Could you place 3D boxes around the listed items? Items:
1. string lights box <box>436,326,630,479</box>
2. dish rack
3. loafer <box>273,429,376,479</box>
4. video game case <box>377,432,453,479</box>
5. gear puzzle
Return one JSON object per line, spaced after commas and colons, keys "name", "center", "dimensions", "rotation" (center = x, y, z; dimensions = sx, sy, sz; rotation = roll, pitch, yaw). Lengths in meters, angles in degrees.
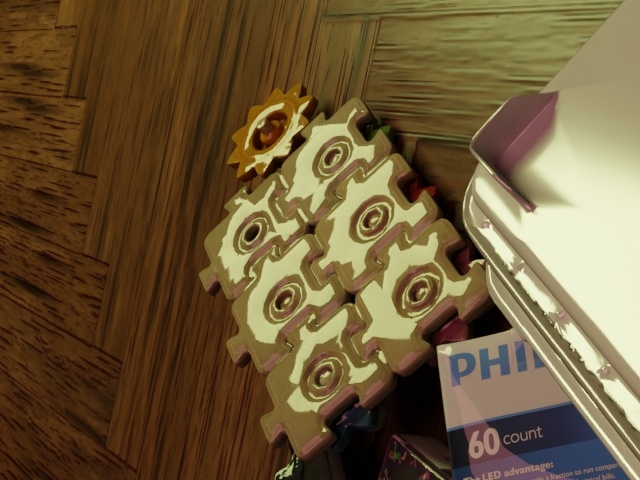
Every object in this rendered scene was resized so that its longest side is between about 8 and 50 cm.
{"name": "string lights box", "center": [0.136, 0.160, 0.547], "dimensions": [0.133, 0.076, 0.260], "rotation": [-17, 63, 26]}
{"name": "dish rack", "center": [0.179, -0.045, 0.458], "dimensions": [0.285, 0.072, 0.333], "rotation": [-47, 26, 10]}
{"name": "loafer", "center": [0.008, 0.130, 0.850], "dimensions": [0.061, 0.062, 0.170], "rotation": [-6, 63, 18]}
{"name": "video game case", "center": [0.073, 0.255, 0.701], "dimensions": [0.210, 0.041, 0.232], "rotation": [30, 106, 57]}
{"name": "gear puzzle", "center": [0.000, 0.000, 0.878], "dimensions": [0.175, 0.044, 0.339], "rotation": [-43, 38, 11]}
